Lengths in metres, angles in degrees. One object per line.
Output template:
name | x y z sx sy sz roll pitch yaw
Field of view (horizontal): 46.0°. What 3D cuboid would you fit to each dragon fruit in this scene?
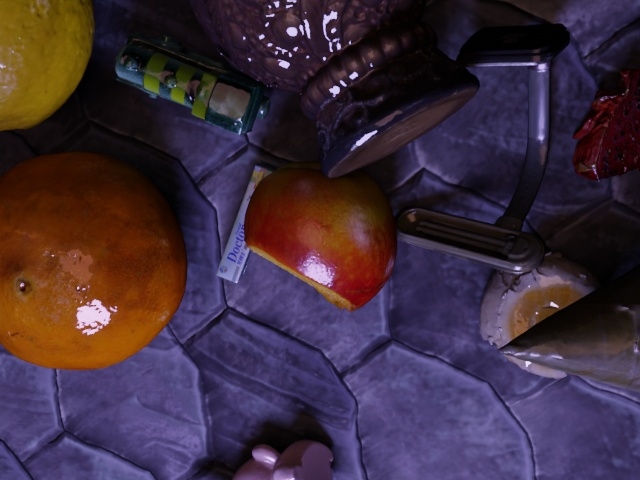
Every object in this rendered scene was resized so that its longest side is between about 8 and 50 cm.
dragon fruit | 0.349 -0.142 0.921 0.097 0.063 0.131 -7 102 -23

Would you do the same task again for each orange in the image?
orange | -0.312 0.028 0.961 0.284 0.226 0.283 2 99 14

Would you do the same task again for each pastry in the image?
pastry | 0.284 0.093 0.953 0.166 0.088 0.165 1 98 9

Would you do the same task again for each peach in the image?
peach | 0.000 0.000 0.927 0.190 0.190 0.192 0 100 9

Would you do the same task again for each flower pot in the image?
flower pot | 0.025 -0.227 0.820 0.267 0.266 0.267 -29 87 13

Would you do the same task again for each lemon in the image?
lemon | -0.404 -0.264 0.890 0.293 0.293 0.292 2 102 8

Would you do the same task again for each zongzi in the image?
zongzi | 0.426 0.018 0.829 0.393 0.174 0.355 17 100 -17

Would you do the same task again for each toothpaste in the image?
toothpaste | -0.096 -0.026 1.007 0.034 0.046 0.164 22 104 0

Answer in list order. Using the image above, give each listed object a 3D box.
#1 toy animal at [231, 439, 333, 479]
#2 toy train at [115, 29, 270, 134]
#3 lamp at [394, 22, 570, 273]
toy animal | -0.085 0.351 1.059 0.213 0.124 0.124 -23 97 22
toy train | -0.162 -0.199 0.937 0.200 0.132 0.083 19 104 3
lamp | 0.191 -0.120 0.926 0.203 0.124 0.283 8 106 28
